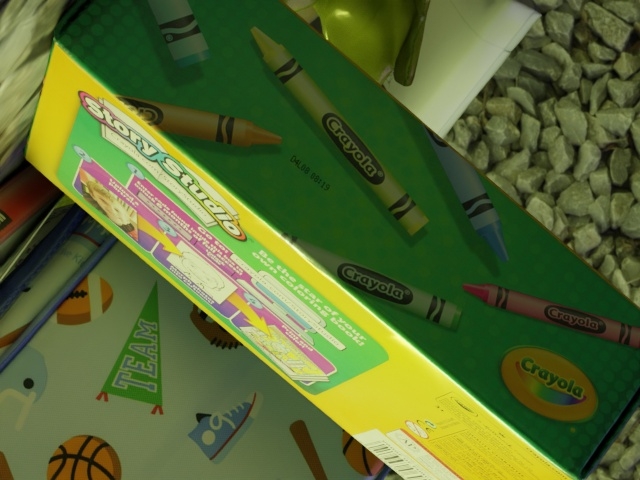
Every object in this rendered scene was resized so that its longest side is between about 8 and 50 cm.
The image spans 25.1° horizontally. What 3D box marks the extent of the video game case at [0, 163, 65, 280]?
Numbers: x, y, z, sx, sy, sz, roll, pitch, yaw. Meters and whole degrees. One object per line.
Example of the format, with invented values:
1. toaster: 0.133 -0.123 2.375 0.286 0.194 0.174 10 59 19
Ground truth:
1. video game case: -0.230 0.074 0.704 0.204 0.025 0.285 -49 -175 26

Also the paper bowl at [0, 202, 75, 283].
1. paper bowl: -0.119 0.121 0.962 0.284 0.148 0.284 -24 117 -57

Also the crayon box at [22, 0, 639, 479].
1. crayon box: 0.000 0.000 0.651 0.081 0.278 0.165 -51 -176 -20

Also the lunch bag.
1. lunch bag: -0.079 0.079 0.798 0.303 0.243 0.115 -51 -159 -21

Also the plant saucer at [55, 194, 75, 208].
1. plant saucer: -0.186 -0.004 1.106 0.188 0.045 0.188 -49 -176 17

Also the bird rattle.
1. bird rattle: 0.021 -0.220 0.961 0.207 0.143 0.253 -25 -143 55

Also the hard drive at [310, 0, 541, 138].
1. hard drive: 0.001 -0.107 1.104 0.353 0.047 0.233 -51 -137 26
